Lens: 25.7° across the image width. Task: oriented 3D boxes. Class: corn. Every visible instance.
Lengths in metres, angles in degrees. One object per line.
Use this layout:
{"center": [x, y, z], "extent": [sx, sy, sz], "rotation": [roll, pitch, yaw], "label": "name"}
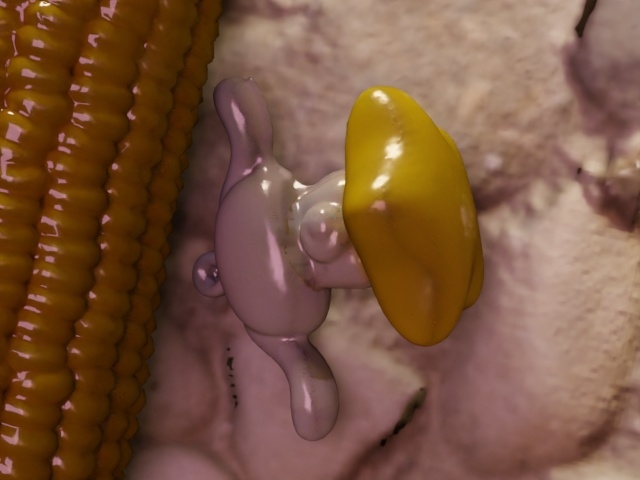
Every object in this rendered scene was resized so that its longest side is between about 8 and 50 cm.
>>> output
{"center": [-0.108, -0.039, 0.525], "extent": [0.131, 0.131, 0.344], "rotation": [11, 84, 15], "label": "corn"}

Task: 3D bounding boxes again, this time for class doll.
{"center": [0.002, 0.008, 0.525], "extent": [0.113, 0.071, 0.135], "rotation": [9, 90, 23], "label": "doll"}
